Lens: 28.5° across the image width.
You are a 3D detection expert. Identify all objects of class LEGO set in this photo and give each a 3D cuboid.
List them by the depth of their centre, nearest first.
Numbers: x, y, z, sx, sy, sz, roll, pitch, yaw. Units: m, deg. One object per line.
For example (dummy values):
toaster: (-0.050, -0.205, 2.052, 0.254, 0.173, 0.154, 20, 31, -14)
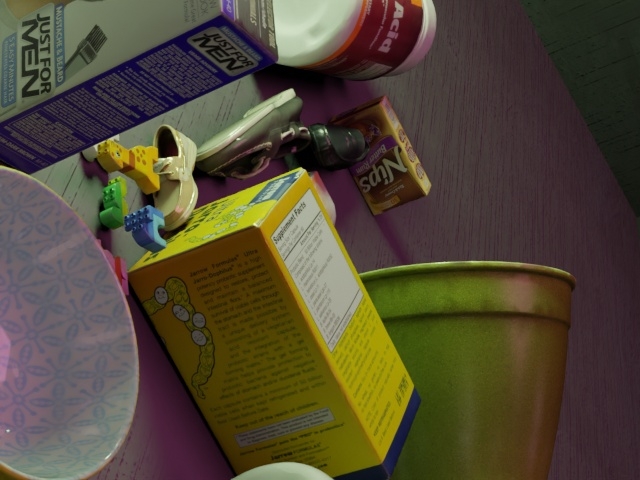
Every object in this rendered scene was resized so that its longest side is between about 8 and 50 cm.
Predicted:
LEGO set: (-0.239, -0.060, 1.452, 0.093, 0.087, 0.227, 33, 41, -53)

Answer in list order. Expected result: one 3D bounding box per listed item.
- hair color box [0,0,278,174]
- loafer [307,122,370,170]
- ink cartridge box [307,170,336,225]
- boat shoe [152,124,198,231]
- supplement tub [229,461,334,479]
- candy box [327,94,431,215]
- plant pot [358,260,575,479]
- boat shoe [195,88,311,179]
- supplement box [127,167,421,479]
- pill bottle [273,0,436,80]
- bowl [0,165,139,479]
hair color box: (-0.214, -0.219, 1.320, 0.110, 0.339, 0.185, 36, 40, -51)
loafer: (0.031, -0.158, 2.039, 0.223, 0.078, 0.076, 10, 61, -78)
ink cartridge box: (0.000, 0.000, 1.947, 0.179, 0.045, 0.145, 59, 27, -16)
boat shoe: (-0.195, -0.082, 1.596, 0.059, 0.063, 0.170, 46, 23, -36)
supplement tub: (0.001, 0.425, 1.384, 0.325, 0.235, 0.235, 53, 29, -31)
candy box: (0.103, -0.147, 2.194, 0.186, 0.109, 0.053, 60, 26, -17)
plant pot: (0.203, 0.241, 1.870, 0.366, 0.367, 0.352, 22, 64, -58)
boat shoe: (-0.082, -0.139, 1.806, 0.095, 0.112, 0.335, 60, 22, -9)
supplement box: (-0.049, 0.125, 1.566, 0.356, 0.195, 0.194, 63, 25, -14)
pill bottle: (0.040, -0.385, 2.109, 0.392, 0.224, 0.224, -4, 75, -64)
bowl: (-0.308, 0.093, 1.105, 0.289, 0.156, 0.289, 45, 34, -41)
